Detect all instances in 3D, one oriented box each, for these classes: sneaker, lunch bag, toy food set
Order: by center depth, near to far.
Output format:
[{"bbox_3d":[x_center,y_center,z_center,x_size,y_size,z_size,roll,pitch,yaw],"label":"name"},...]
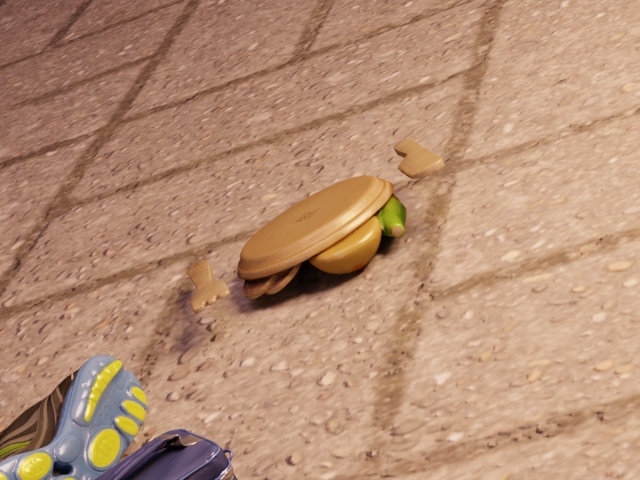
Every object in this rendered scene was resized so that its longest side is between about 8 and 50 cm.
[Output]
[{"bbox_3d":[-0.084,0.142,1.005,0.098,0.065,0.067,-35,23,-24],"label":"lunch bag"},{"bbox_3d":[-0.165,0.142,1.121,0.078,0.067,0.188,-37,12,36],"label":"sneaker"},{"bbox_3d":[0.000,0.000,1.310,0.192,0.038,0.132,-31,14,0],"label":"toy food set"}]
